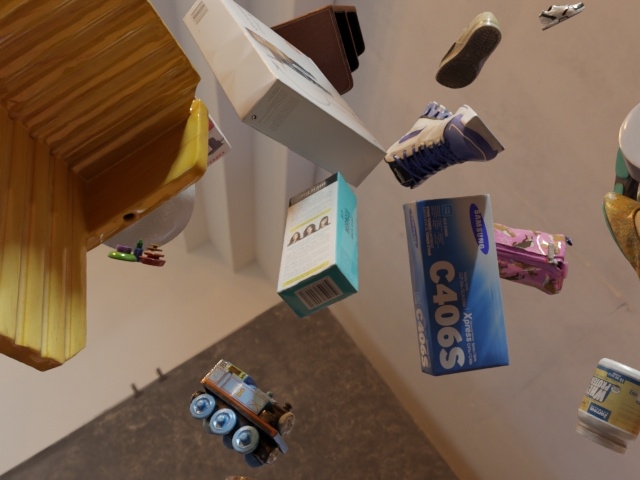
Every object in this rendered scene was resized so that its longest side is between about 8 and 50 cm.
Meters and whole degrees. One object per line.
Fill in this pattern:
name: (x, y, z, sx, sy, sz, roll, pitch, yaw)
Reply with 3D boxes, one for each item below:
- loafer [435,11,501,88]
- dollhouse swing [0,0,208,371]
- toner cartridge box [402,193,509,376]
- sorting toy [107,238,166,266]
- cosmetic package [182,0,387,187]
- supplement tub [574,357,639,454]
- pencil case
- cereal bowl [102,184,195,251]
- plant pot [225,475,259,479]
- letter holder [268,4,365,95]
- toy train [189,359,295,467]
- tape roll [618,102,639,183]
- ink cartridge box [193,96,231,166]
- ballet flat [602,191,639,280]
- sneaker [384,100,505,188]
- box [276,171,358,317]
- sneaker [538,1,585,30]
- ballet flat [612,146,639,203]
loafer: (0.399, -0.503, 1.706, 0.102, 0.092, 0.268, 25, -26, -11)
dollhouse swing: (-0.268, -0.091, 0.692, 0.305, 0.315, 0.347, 59, 1, 35)
toner cartridge box: (0.273, 0.088, 1.295, 0.075, 0.165, 0.348, 164, -80, -76)
sorting toy: (-0.326, 0.019, 1.146, 0.061, 0.102, 0.042, -177, -83, -72)
cosmetic package: (-0.071, -0.286, 1.173, 0.284, 0.097, 0.377, 27, 23, -45)
supplement tub: (0.730, 0.410, 1.586, 0.144, 0.200, 0.144, 24, -3, 1)
pencil case: (0.412, 0.018, 1.584, 0.386, 0.160, 0.167, 14, -42, 5)
cereal bowl: (-0.502, -0.124, 1.631, 0.339, 0.339, 0.141, 63, 16, -7)
plant pot: (-0.144, 0.547, 1.212, 0.167, 0.165, 0.167, 11, -32, 7)
letter holder: (-0.044, -0.444, 1.629, 0.301, 0.152, 0.214, -10, -78, 29)
toy train: (-0.120, 0.267, 0.989, 0.184, 0.105, 0.080, 25, -28, 34)
tape roll: (0.720, -0.201, 1.277, 0.219, 0.219, 0.072, 39, -3, 45)
ink cartridge box: (-0.301, -0.210, 1.348, 0.100, 0.172, 0.237, 54, -1, 7)
ballet flat: (0.676, 0.039, 1.263, 0.123, 0.123, 0.349, 109, -29, -64)
sneaker: (0.240, -0.179, 1.325, 0.127, 0.182, 0.315, 44, 3, -18)
box: (0.000, 0.000, 0.966, 0.060, 0.100, 0.244, 51, 24, -28)
sneaker: (0.532, -0.505, 1.410, 0.044, 0.109, 0.040, 65, -7, -5)
ballet flat: (0.705, -0.137, 1.454, 0.074, 0.074, 0.203, 28, -60, 55)
